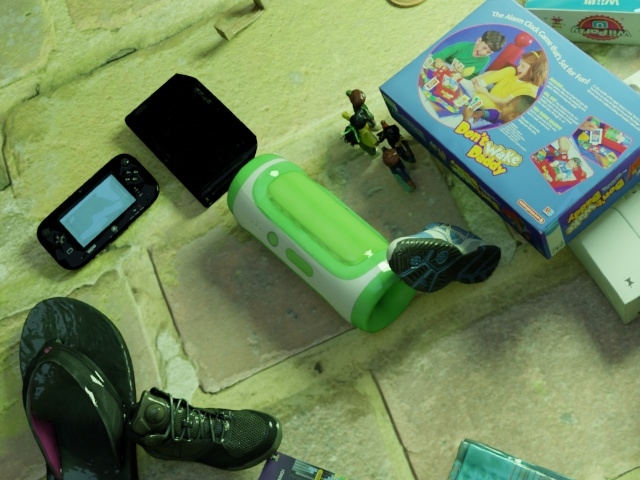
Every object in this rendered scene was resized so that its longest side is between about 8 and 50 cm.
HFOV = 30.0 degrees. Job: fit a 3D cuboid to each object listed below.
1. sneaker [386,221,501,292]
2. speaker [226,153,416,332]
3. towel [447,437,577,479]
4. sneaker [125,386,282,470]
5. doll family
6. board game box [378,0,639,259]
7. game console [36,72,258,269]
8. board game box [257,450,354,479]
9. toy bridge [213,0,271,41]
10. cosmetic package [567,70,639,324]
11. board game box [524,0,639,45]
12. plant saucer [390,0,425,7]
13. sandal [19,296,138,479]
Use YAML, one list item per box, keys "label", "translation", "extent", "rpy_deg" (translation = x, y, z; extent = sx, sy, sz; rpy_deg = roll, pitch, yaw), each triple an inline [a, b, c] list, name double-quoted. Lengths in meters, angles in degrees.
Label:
- label: "sneaker"
  translation: [0.156, 0.019, 1.645]
  extent: [0.081, 0.211, 0.080]
  rpy_deg: [40, 113, 37]
- label: "speaker"
  translation: [0.000, 0.000, 1.718]
  extent: [0.131, 0.131, 0.296]
  rpy_deg: [-45, 64, -7]
- label: "towel"
  translation: [0.240, 0.461, 1.504]
  extent: [0.272, 0.040, 0.370]
  rpy_deg: [18, 73, 22]
- label: "sneaker"
  translation: [-0.171, 0.258, 1.630]
  extent: [0.228, 0.130, 0.087]
  rpy_deg: [1, 68, 25]
- label: "doll family"
  translation: [0.089, -0.147, 1.765]
  extent: [0.193, 0.111, 0.076]
  rpy_deg: [40, 82, 25]
- label: "board game box"
  translation: [0.279, -0.169, 1.645]
  extent: [0.233, 0.078, 0.347]
  rpy_deg: [-39, 56, -5]
- label: "game console"
  translation: [-0.280, -0.090, 1.875]
  extent: [0.361, 0.044, 0.213]
  rpy_deg: [-43, 64, -5]
- label: "board game box"
  translation: [-0.033, 0.385, 1.603]
  extent: [0.141, 0.048, 0.170]
  rpy_deg: [17, 72, 19]
- label: "toy bridge"
  translation: [-0.102, -0.402, 1.952]
  extent: [0.026, 0.063, 0.188]
  rpy_deg: [31, 79, 24]
- label: "cosmetic package"
  translation: [0.500, -0.103, 1.650]
  extent: [0.377, 0.097, 0.284]
  rpy_deg: [-32, 65, 0]
- label: "board game box"
  translation: [0.445, -0.449, 1.814]
  extent: [0.224, 0.097, 0.303]
  rpy_deg: [6, 70, 17]
- label: "plant saucer"
  translation: [0.143, -0.414, 1.922]
  extent: [0.084, 0.013, 0.083]
  rpy_deg: [-6, 65, 12]
- label: "sandal"
  translation: [-0.343, 0.266, 1.701]
  extent: [0.168, 0.107, 0.445]
  rpy_deg: [-20, 63, 5]
